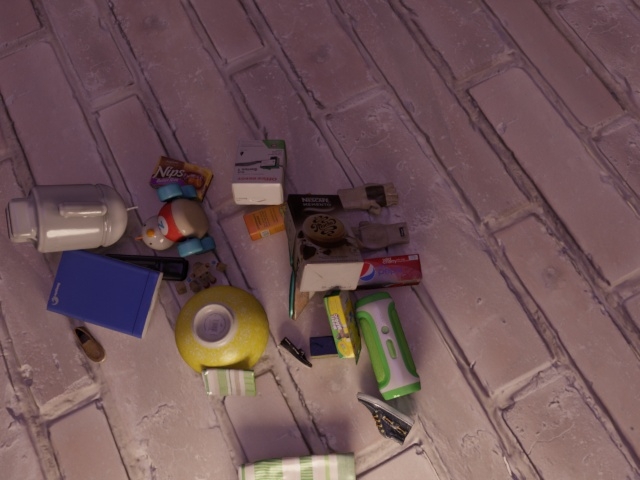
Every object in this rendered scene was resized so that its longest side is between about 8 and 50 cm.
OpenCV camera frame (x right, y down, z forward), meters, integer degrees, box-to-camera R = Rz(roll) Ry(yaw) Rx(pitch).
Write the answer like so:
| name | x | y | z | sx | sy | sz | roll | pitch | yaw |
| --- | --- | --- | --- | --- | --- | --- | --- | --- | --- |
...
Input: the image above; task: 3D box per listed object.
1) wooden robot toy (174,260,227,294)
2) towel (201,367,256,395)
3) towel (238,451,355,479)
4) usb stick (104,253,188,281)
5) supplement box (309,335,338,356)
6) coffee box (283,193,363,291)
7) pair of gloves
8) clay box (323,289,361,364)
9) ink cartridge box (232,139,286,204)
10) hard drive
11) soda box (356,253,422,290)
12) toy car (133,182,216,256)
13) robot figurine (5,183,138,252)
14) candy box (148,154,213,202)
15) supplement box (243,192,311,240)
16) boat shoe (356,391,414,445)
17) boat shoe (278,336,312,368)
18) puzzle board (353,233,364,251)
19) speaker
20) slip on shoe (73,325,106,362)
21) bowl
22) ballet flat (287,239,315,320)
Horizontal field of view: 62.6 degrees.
| name | x | y | z | sx | sy | sz | roll | pitch | yaw |
| --- | --- | --- | --- | --- | --- | --- | --- | --- | --- |
| wooden robot toy | -0.384 | 0.107 | 1.672 | 0.173 | 0.076 | 0.079 | -35 | 44 | -12 |
| towel | -0.266 | 0.417 | 1.539 | 0.152 | 0.113 | 0.023 | 1 | 37 | 2 |
| towel | -0.061 | 0.719 | 1.441 | 0.325 | 0.038 | 0.248 | -3 | 85 | 0 |
| usb stick | -0.562 | 0.086 | 1.684 | 0.278 | 0.045 | 0.077 | 3 | 82 | 2 |
| supplement box | 0.010 | 0.320 | 1.575 | 0.083 | 0.083 | 0.056 | -5 | 72 | -1 |
| coffee box | 0.000 | 0.000 | 1.544 | 0.168 | 0.119 | 0.297 | -2 | 44 | -16 |
| pair of gloves | 0.171 | -0.079 | 1.728 | 0.204 | 0.042 | 0.240 | -13 | 71 | -4 |
| clay box | 0.069 | 0.244 | 1.542 | 0.053 | 0.127 | 0.222 | -11 | 102 | 15 |
| ink cartridge box | -0.196 | -0.226 | 1.720 | 0.160 | 0.092 | 0.219 | -1 | 49 | 0 |
| hard drive | -0.671 | 0.158 | 1.638 | 0.318 | 0.040 | 0.210 | 15 | 88 | 6 |
| soda box | 0.177 | 0.103 | 1.640 | 0.263 | 0.092 | 0.083 | -5 | 74 | 0 |
| toy car | -0.489 | -0.034 | 1.652 | 0.238 | 0.210 | 0.219 | -21 | 89 | 10 |
| robot figurine | -0.751 | -0.071 | 1.608 | 0.353 | 0.300 | 0.200 | -7 | 89 | -36 |
| candy box | -0.469 | -0.208 | 1.776 | 0.186 | 0.053 | 0.109 | 17 | 73 | 5 |
| supplement box | -0.128 | -0.078 | 1.714 | 0.233 | 0.080 | 0.078 | -20 | 75 | -8 |
| boat shoe | 0.174 | 0.512 | 1.518 | 0.183 | 0.065 | 0.083 | 27 | 73 | 9 |
| boat shoe | -0.070 | 0.340 | 1.592 | 0.125 | 0.046 | 0.038 | 34 | 80 | 20 |
| puzzle board | 0.069 | 0.006 | 1.696 | 0.128 | 0.011 | 0.096 | 48 | 109 | 15 |
| speaker | 0.195 | 0.308 | 1.553 | 0.131 | 0.131 | 0.296 | -16 | 72 | -4 |
| slip on shoe | -0.707 | 0.317 | 1.610 | 0.051 | 0.041 | 0.135 | -36 | 75 | -10 |
| bowl | -0.305 | 0.259 | 1.564 | 0.289 | 0.156 | 0.289 | 0 | 72 | 1 |
| ballet flat | -0.048 | 0.092 | 1.645 | 0.106 | 0.107 | 0.316 | 0 | 73 | -7 |
